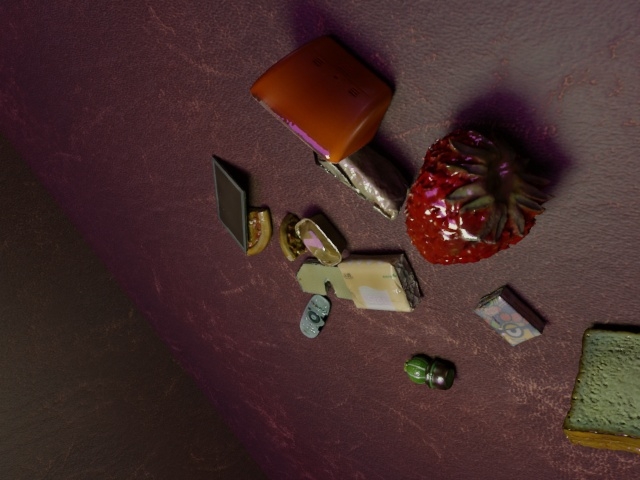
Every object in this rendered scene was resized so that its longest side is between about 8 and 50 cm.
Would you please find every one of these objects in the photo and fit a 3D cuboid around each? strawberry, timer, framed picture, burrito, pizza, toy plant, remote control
[{"bbox_3d":[0.299,-0.082,1.073,0.292,0.292,0.343,49,156,-5],"label":"strawberry"},{"bbox_3d":[0.004,-0.317,1.108,0.257,0.250,0.161,42,141,5],"label":"timer"},{"bbox_3d":[-0.316,-0.123,1.698,0.231,0.018,0.293,47,147,33],"label":"framed picture"},{"bbox_3d":[0.082,-0.197,1.213,0.347,0.175,0.107,42,116,6],"label":"burrito"},{"bbox_3d":[-0.073,-0.012,1.572,0.046,0.134,0.175,-40,54,43],"label":"pizza"},{"bbox_3d":[-0.237,-0.032,1.734,0.134,0.056,0.271,45,142,0],"label":"pizza"},{"bbox_3d":[0.354,0.434,1.592,0.162,0.093,0.093,7,128,41],"label":"toy plant"},{"bbox_3d":[-0.018,0.288,1.833,0.097,0.045,0.256,36,137,10],"label":"remote control"}]

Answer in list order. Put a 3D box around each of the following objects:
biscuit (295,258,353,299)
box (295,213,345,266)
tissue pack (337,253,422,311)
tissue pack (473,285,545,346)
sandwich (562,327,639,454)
[{"bbox_3d":[0.016,0.130,1.658,0.250,0.046,0.147,1,125,41],"label":"biscuit"},{"bbox_3d":[0.000,0.000,1.512,0.177,0.111,0.111,50,141,-6],"label":"box"},{"bbox_3d":[0.178,0.129,1.476,0.222,0.090,0.186,-3,120,43],"label":"tissue pack"},{"bbox_3d":[0.500,0.202,1.278,0.148,0.060,0.109,43,140,2],"label":"tissue pack"},{"bbox_3d":[0.688,0.326,1.050,0.249,0.273,0.095,-5,135,45],"label":"sandwich"}]
